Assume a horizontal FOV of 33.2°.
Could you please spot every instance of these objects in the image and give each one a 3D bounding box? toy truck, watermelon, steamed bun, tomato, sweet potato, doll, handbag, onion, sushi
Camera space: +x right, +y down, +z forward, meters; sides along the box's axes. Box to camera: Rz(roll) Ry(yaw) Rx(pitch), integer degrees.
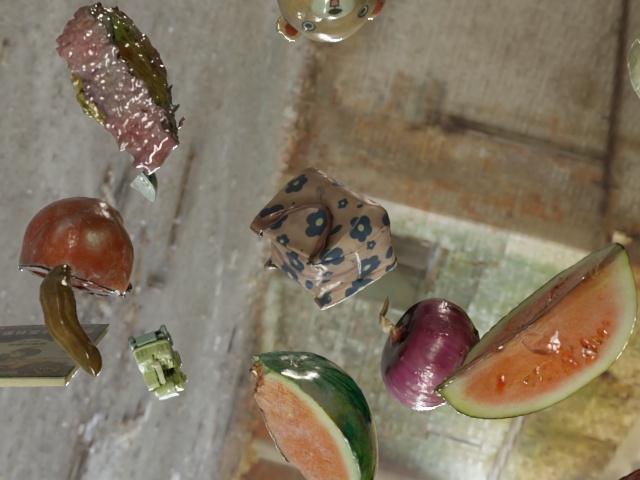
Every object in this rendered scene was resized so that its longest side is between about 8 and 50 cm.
[{"bbox_3d":[-0.332,0.263,2.224,0.191,0.085,0.116,81,-10,-59],"label":"toy truck"},{"bbox_3d":[0.293,0.114,1.430,0.303,0.159,0.128,-40,-143,13],"label":"watermelon"},{"bbox_3d":[0.542,-0.277,1.698,0.091,0.112,0.130,-22,-160,38],"label":"steamed bun"},{"bbox_3d":[-0.402,0.004,1.809,0.214,0.180,0.155,5,-102,50],"label":"tomato"},{"bbox_3d":[-0.342,0.110,1.446,0.182,0.053,0.054,62,6,27],"label":"sweet potato"},{"bbox_3d":[-0.383,-0.129,2.315,0.085,0.061,0.085,-17,90,-84],"label":"watermelon"},{"bbox_3d":[0.002,-0.515,1.982,0.330,0.235,0.174,79,-10,-47],"label":"doll"},{"bbox_3d":[0.021,0.229,1.474,0.146,0.128,0.231,-36,106,-47],"label":"watermelon"},{"bbox_3d":[0.000,0.000,2.090,0.193,0.251,0.190,-36,135,-25],"label":"handbag"},{"bbox_3d":[0.163,0.174,1.654,0.177,0.153,0.177,-173,-90,-65],"label":"onion"},{"bbox_3d":[-0.268,-0.215,1.499,0.107,0.241,0.161,-35,-176,18],"label":"sushi"}]

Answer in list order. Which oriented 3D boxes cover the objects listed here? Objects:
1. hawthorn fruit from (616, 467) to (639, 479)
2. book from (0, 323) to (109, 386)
[{"bbox_3d":[0.334,0.262,0.933,0.251,0.189,0.189,-61,-175,36],"label":"hawthorn fruit"},{"bbox_3d":[-0.505,0.191,1.834,0.322,0.228,0.018,-88,178,-79],"label":"book"}]
